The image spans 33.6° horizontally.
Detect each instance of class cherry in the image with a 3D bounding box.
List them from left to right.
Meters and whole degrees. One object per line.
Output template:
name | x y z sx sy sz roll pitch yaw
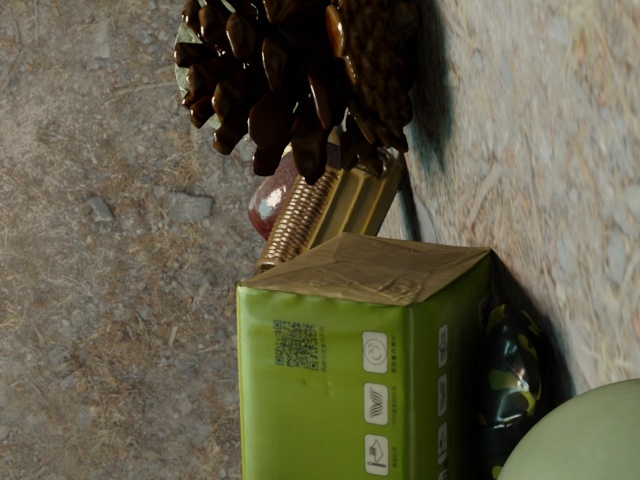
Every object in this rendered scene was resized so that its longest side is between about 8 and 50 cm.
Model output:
cherry | -0.014 -0.059 1.538 0.140 0.176 0.176 46 156 31

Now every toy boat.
toy boat | 0.000 0.000 1.198 0.310 0.115 0.089 -64 -2 -17

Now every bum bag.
bum bag | 0.146 0.155 0.805 0.107 0.060 0.233 -108 10 -66

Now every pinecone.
pinecone | -0.023 -0.178 1.050 0.264 0.264 0.264 170 90 -84

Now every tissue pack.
tissue pack | 0.042 0.151 0.875 0.200 0.167 0.275 -25 -62 -60

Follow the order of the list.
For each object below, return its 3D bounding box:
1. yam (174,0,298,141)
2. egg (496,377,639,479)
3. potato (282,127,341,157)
yam | -0.069 -0.272 1.397 0.348 0.241 0.241 -99 2 -70
egg | 0.137 0.130 0.393 0.192 0.149 0.149 -106 8 -74
potato | -0.019 -0.097 1.722 0.150 0.146 0.234 -62 -25 -45
